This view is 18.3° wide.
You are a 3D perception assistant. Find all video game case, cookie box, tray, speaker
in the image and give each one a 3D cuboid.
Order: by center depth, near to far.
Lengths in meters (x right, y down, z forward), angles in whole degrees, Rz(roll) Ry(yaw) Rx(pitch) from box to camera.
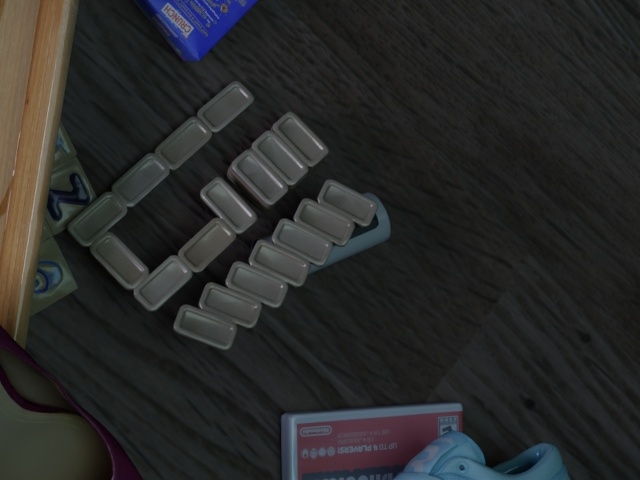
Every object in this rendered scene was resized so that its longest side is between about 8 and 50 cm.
[{"bbox_3d":[-0.346,-0.059,1.755,0.202,0.076,0.411,8,93,-31],"label":"tray"},{"bbox_3d":[-0.118,-0.241,1.916,0.107,0.040,0.092,-47,111,-19],"label":"cookie box"},{"bbox_3d":[0.000,0.000,1.976,0.136,0.055,0.055,-23,101,-25],"label":"speaker"},{"bbox_3d":[0.056,0.312,2.029,0.204,0.025,0.285,-2,92,-28],"label":"video game case"}]

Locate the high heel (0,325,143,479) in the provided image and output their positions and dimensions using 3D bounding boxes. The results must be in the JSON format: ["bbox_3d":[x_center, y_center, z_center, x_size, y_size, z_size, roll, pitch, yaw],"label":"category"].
[{"bbox_3d":[-0.246,0.176,1.696,0.377,0.181,0.127,43,76,-28],"label":"high heel"}]

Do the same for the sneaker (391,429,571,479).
[{"bbox_3d":[0.098,0.268,1.974,0.366,0.135,0.150,-2,85,-36],"label":"sneaker"}]

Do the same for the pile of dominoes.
[{"bbox_3d":[-0.091,-0.017,1.917,0.196,0.040,0.251,46,69,4],"label":"pile of dominoes"}]

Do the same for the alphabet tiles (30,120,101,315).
[{"bbox_3d":[-0.377,-0.025,1.805,0.342,0.011,0.285,-31,106,-24],"label":"alphabet tiles"}]
